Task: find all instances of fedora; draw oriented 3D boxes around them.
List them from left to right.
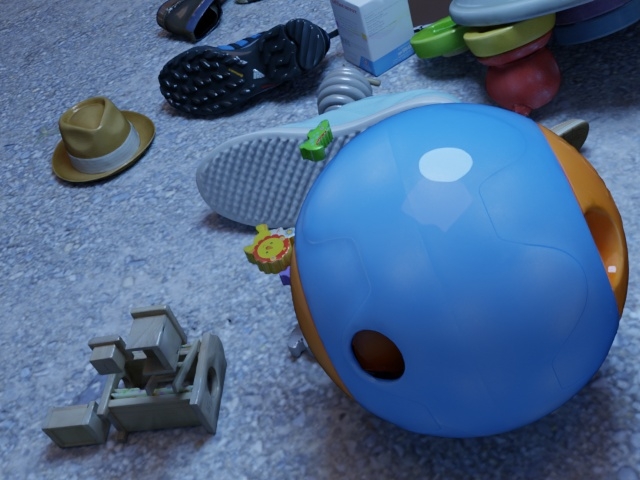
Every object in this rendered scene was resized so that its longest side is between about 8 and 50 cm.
[{"bbox_3d":[-0.366,-0.177,1.179,0.194,0.079,0.194,-10,44,10],"label":"fedora"}]

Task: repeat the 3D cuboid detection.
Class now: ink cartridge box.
[{"bbox_3d":[0.082,-0.355,1.149,0.090,0.143,0.092,-33,44,-14],"label":"ink cartridge box"}]

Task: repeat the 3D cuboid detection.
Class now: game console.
[{"bbox_3d":[0.184,-0.402,1.259,0.122,0.071,0.107,-8,13,11],"label":"game console"}]

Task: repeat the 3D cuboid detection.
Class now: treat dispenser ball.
[{"bbox_3d":[0.115,0.025,0.637,0.288,0.288,0.288,-10,43,10],"label":"treat dispenser ball"}]

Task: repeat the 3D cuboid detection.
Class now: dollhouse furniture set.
[{"bbox_3d":[-0.212,0.122,0.750,0.181,0.161,0.101,-8,43,11],"label":"dollhouse furniture set"}]

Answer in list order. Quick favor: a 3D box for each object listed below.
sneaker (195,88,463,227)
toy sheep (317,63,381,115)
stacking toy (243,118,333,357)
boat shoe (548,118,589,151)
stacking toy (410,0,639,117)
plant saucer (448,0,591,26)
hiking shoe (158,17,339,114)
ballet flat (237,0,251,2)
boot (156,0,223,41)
[{"bbox_3d":[0.022,-0.110,0.957,0.365,0.135,0.150,-8,18,16],"label":"sneaker"},{"bbox_3d":[0.037,-0.204,1.056,0.091,0.091,0.132,-2,50,19],"label":"toy sheep"},{"bbox_3d":[0.000,0.000,0.795,0.052,0.167,0.221,4,47,24],"label":"stacking toy"},{"bbox_3d":[0.251,-0.105,0.888,0.170,0.063,0.059,-32,50,-12],"label":"boat shoe"},{"bbox_3d":[0.303,-0.295,1.068,0.309,0.130,0.279,-34,22,-21],"label":"stacking toy"},{"bbox_3d":[0.352,-0.412,0.964,0.400,0.101,0.400,-22,23,10],"label":"plant saucer"},{"bbox_3d":[-0.120,-0.282,1.202,0.304,0.113,0.132,-10,13,20],"label":"hiking shoe"},{"bbox_3d":[-0.093,-0.523,1.474,0.173,0.049,0.057,-23,70,3],"label":"ballet flat"},{"bbox_3d":[-0.212,-0.474,1.443,0.219,0.082,0.106,-44,58,-13],"label":"boot"}]
